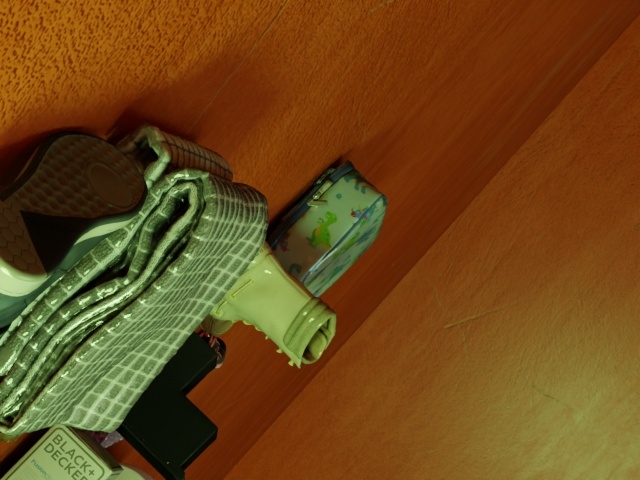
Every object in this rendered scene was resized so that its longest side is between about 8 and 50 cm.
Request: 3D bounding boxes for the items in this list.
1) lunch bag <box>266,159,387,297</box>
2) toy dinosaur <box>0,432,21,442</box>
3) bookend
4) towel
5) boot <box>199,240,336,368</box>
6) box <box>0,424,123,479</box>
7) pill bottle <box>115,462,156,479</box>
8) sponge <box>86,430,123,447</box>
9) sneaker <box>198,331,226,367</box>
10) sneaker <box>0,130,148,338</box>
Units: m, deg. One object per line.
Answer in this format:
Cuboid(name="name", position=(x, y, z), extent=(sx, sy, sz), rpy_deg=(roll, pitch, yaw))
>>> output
Cuboid(name="lunch bag", position=(0.000, 0.000, 1.955), extent=(0.176, 0.090, 0.219), rpy_deg=(-46, 170, -12))
Cuboid(name="toy dinosaur", position=(-0.263, 0.150, 1.525), extent=(0.183, 0.053, 0.092), rpy_deg=(-51, 169, 20))
Cuboid(name="bookend", position=(-0.169, 0.188, 1.779), extent=(0.157, 0.156, 0.072), rpy_deg=(-45, 170, -19))
Cuboid(name="towel", position=(-0.172, 0.045, 1.256), extent=(0.284, 0.121, 0.235), rpy_deg=(-49, 173, 5))
Cuboid(name="boot", position=(-0.067, 0.095, 1.812), extent=(0.077, 0.165, 0.213), rpy_deg=(-40, 166, -34))
Cuboid(name="box", position=(-0.362, 0.339, 1.707), extent=(0.290, 0.087, 0.169), rpy_deg=(-46, 176, -9))
Cuboid(name="pill bottle", position=(-0.290, 0.404, 2.107), extent=(0.161, 0.161, 0.283), rpy_deg=(-45, 171, -14))
Cuboid(name="sponge", position=(-0.234, 0.217, 1.980), extent=(0.117, 0.031, 0.210), rpy_deg=(-48, 171, 13))
Cuboid(name="sneaker", position=(-0.154, 0.145, 2.029), extent=(0.057, 0.047, 0.119), rpy_deg=(-62, 168, 16))
Cuboid(name="sneaker", position=(-0.225, 0.013, 1.064), extent=(0.163, 0.086, 0.226), rpy_deg=(-42, -178, 28))
